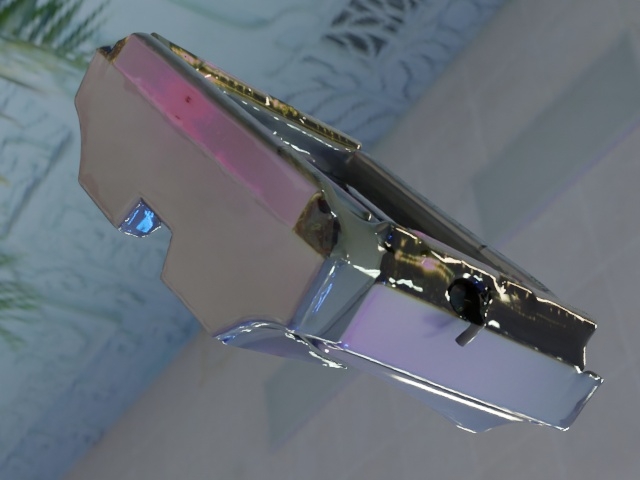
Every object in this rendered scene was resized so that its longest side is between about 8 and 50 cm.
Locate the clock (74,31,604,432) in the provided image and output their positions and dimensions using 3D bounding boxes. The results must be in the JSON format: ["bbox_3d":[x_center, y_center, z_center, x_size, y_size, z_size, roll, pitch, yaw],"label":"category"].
[{"bbox_3d":[0.000,0.000,0.616,0.083,0.186,0.253,-59,-140,9],"label":"clock"}]
